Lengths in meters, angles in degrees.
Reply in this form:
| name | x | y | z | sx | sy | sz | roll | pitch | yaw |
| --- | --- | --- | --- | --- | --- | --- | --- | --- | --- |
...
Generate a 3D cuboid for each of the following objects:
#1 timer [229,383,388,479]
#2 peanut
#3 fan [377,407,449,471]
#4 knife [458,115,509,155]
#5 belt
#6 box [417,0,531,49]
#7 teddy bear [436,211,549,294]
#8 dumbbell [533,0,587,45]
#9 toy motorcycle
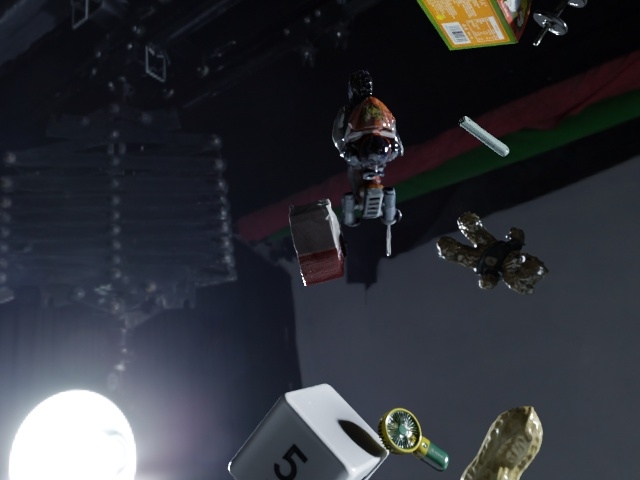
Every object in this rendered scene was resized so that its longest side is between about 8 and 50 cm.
| name | x | y | z | sx | sy | sz | roll | pitch | yaw |
| --- | --- | --- | --- | --- | --- | --- | --- | --- | --- |
| timer | -0.020 | 0.416 | 1.104 | 0.195 | 0.194 | 0.192 | -53 | -26 | 12 |
| peanut | 0.411 | 0.510 | 1.323 | 0.120 | 0.299 | 0.136 | 26 | 5 | 11 |
| fan | 0.175 | 0.384 | 1.094 | 0.155 | 0.082 | 0.039 | 37 | -43 | -3 |
| knife | 0.411 | -0.262 | 1.452 | 0.162 | 0.044 | 0.023 | 29 | -49 | -22 |
| belt | 0.000 | 0.000 | 1.399 | 0.124 | 0.201 | 0.128 | -13 | -11 | 2 |
| box | 0.278 | -0.473 | 1.029 | 0.148 | 0.178 | 0.195 | 7 | -13 | 36 |
| teddy bear | 0.418 | 0.037 | 1.399 | 0.251 | 0.182 | 0.129 | 33 | -8 | 22 |
| dumbbell | 0.429 | -0.415 | 1.038 | 0.069 | 0.069 | 0.147 | 19 | -71 | -51 |
| toy motorcycle | 0.100 | -0.135 | 1.208 | 0.134 | 0.207 | 0.401 | -6 | -55 | -8 |
